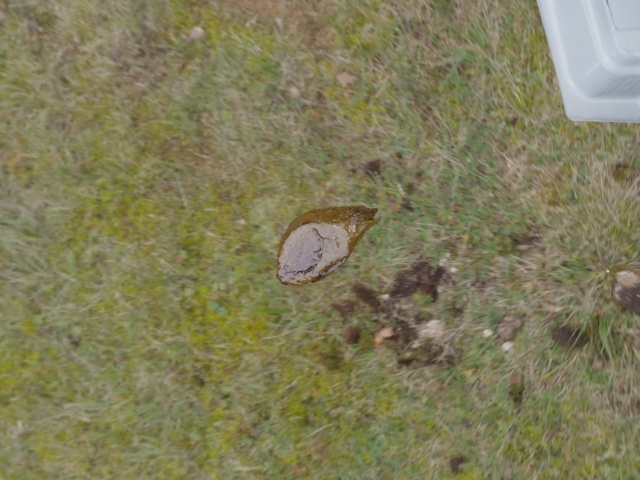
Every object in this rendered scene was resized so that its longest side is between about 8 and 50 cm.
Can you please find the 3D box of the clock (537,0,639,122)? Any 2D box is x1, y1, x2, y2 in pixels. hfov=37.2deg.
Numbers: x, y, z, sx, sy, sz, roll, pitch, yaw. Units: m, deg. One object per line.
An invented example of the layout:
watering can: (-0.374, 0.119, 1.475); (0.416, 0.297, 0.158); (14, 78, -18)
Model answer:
clock: (0.206, -0.180, 0.513); (0.116, 0.262, 0.231); (-33, 113, -24)

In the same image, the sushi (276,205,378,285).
sushi: (0.000, 0.000, 0.746); (0.099, 0.047, 0.050); (-27, 101, 19)
